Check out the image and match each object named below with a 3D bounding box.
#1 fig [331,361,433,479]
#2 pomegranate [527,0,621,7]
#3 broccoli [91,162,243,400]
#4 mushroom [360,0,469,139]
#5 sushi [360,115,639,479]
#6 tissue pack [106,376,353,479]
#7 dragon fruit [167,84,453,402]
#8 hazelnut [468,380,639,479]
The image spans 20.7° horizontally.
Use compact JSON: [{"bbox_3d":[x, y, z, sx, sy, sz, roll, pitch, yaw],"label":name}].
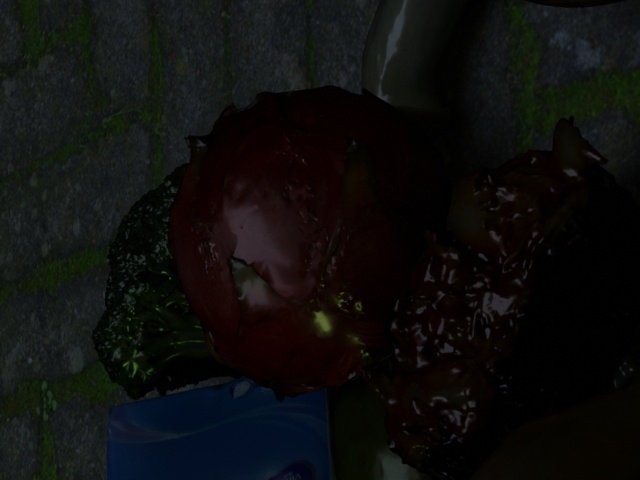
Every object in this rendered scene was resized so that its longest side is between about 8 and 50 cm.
[{"bbox_3d":[0.091,0.207,1.717,0.191,0.181,0.181,50,127,17],"label":"fig"},{"bbox_3d":[0.212,-0.357,1.537,0.322,0.322,0.322,-9,79,52],"label":"pomegranate"},{"bbox_3d":[-0.108,0.049,1.958,0.283,0.304,0.321,27,113,18],"label":"broccoli"},{"bbox_3d":[0.105,-0.264,1.786,0.122,0.159,0.329,18,105,28],"label":"mushroom"},{"bbox_3d":[0.184,0.058,1.564,0.196,0.182,0.343,7,68,40],"label":"sushi"},{"bbox_3d":[-0.086,0.253,1.858,0.263,0.146,0.198,-13,57,16],"label":"tissue pack"},{"bbox_3d":[0.000,0.000,1.725,0.295,0.295,0.302,-29,74,47],"label":"dragon fruit"},{"bbox_3d":[0.275,0.277,1.363,0.366,0.366,0.366,-9,79,52],"label":"hazelnut"}]
